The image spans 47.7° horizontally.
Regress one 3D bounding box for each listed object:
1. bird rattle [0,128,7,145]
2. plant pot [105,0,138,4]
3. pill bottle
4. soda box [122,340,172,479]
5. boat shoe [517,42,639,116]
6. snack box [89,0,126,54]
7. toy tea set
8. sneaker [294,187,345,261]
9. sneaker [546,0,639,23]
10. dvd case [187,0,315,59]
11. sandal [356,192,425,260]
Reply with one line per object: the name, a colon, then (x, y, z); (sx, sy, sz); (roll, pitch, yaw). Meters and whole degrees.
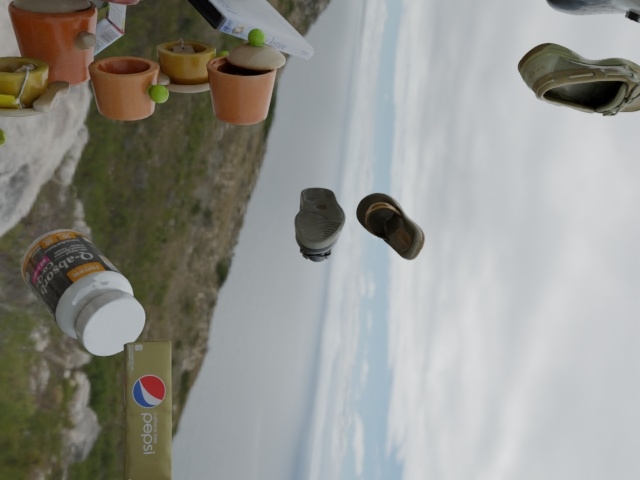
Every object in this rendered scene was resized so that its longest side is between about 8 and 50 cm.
bird rattle: (-0.483, -0.187, 0.834); (0.253, 0.143, 0.207); (60, -23, -11)
plant pot: (-0.223, -0.401, 0.717); (0.265, 0.272, 0.272); (-59, -172, 23)
pill bottle: (-0.483, 0.104, 1.475); (0.162, 0.278, 0.162); (-26, 134, -31)
soda box: (-0.223, 0.222, 0.929); (0.061, 0.058, 0.181); (152, -63, -69)
boat shoe: (0.246, -0.135, 0.651); (0.056, 0.153, 0.048); (-48, -137, 44)
snack box: (-0.331, -0.288, 0.997); (0.037, 0.141, 0.100); (41, 30, -43)
toy tea set: (-0.208, -0.217, 0.796); (0.200, 0.336, 0.124); (-100, -167, -59)
sneaker: (0.000, 0.000, 1.217); (0.222, 0.083, 0.118); (-86, 176, -67)
sneaker: (0.320, -0.174, 0.567); (0.331, 0.122, 0.146); (15, -66, 49)
dvd case: (-0.122, -0.322, 0.957); (0.022, 0.180, 0.253); (-47, 166, 21)
sandal: (0.102, -0.028, 1.152); (0.180, 0.049, 0.072); (49, -59, 53)
